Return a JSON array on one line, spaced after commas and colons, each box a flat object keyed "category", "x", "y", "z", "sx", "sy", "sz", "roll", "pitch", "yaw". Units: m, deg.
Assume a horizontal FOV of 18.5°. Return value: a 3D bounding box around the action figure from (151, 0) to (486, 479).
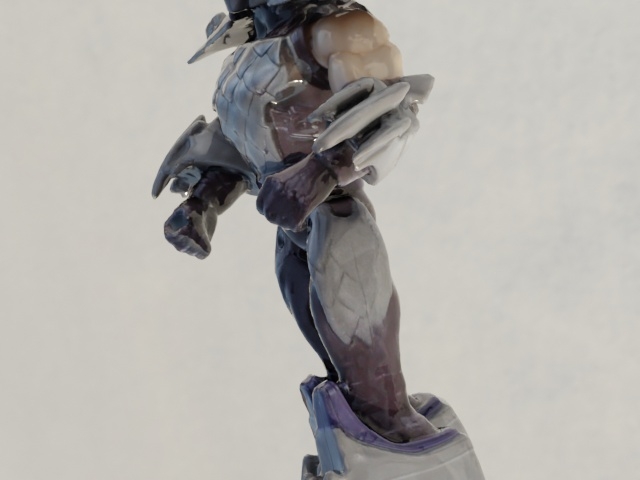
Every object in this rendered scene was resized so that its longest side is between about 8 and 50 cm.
[{"category": "action figure", "x": 0.000, "y": 0.000, "z": 0.762, "sx": 0.185, "sy": 0.099, "sz": 0.285, "roll": 171, "pitch": 84, "yaw": -77}]
